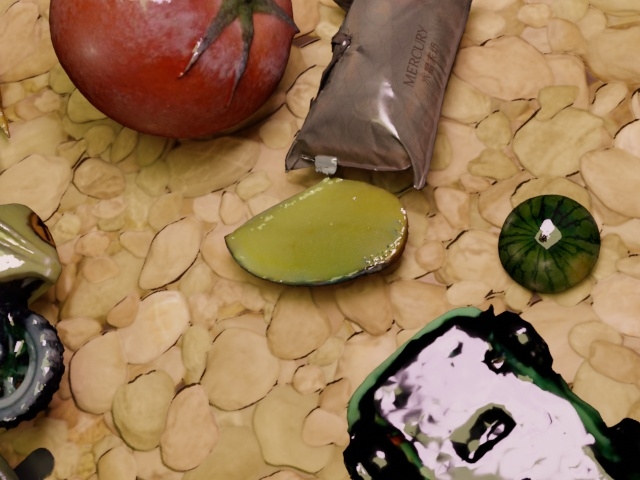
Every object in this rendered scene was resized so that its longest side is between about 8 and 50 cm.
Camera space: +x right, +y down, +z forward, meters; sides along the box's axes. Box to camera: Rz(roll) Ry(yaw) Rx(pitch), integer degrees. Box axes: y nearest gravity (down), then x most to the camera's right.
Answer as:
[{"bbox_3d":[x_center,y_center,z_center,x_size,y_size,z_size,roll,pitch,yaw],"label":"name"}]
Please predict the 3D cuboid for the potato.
[{"bbox_3d":[0.000,0.000,1.174,0.198,0.054,0.119,-16,66,10],"label":"potato"}]

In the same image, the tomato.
[{"bbox_3d":[-0.165,-0.239,1.198,0.265,0.265,0.265,-4,67,10],"label":"tomato"}]

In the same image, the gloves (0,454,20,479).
[{"bbox_3d":[-0.402,0.235,1.123,0.268,0.135,0.107,29,50,13],"label":"gloves"}]

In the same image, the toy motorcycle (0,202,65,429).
[{"bbox_3d":[-0.445,0.056,1.178,0.410,0.168,0.237,9,69,15],"label":"toy motorcycle"}]

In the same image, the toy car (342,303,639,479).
[{"bbox_3d":[0.190,0.235,0.979,0.213,0.176,0.359,-42,63,-8],"label":"toy car"}]

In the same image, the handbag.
[{"bbox_3d":[0.063,-0.181,1.204,0.183,0.117,0.270,7,66,23],"label":"handbag"}]

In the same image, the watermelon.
[{"bbox_3d":[0.230,-0.002,1.121,0.105,0.062,0.105,-6,72,17],"label":"watermelon"}]

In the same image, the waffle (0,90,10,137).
[{"bbox_3d":[-0.448,-0.183,1.349,0.125,0.032,0.191,-17,64,2],"label":"waffle"}]

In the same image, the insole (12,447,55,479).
[{"bbox_3d":[-0.335,0.268,1.158,0.135,0.002,0.045,-41,66,-6],"label":"insole"}]
